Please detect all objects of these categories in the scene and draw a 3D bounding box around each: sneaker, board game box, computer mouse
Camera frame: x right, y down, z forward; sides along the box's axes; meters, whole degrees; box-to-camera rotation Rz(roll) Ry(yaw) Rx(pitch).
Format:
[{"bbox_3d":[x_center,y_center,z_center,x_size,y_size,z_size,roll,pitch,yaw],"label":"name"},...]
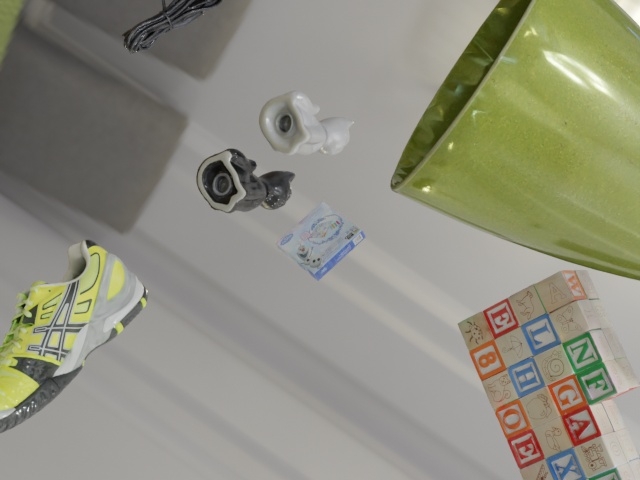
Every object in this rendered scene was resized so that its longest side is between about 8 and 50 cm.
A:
[{"bbox_3d":[-0.435,0.153,1.993,0.145,0.147,0.384,-19,-157,46],"label":"sneaker"},{"bbox_3d":[0.000,0.000,1.754,0.090,0.090,0.020,-42,138,-11],"label":"board game box"},{"bbox_3d":[-0.155,-0.265,1.140,0.106,0.042,0.193,-28,125,-12],"label":"computer mouse"}]

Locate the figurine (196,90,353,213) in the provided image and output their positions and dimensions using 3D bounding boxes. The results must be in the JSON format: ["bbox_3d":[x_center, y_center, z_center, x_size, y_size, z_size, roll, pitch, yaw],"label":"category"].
[{"bbox_3d":[-0.055,-0.126,1.973,0.215,0.092,0.209,-42,162,17],"label":"figurine"}]

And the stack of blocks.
[{"bbox_3d":[0.322,0.207,1.698,0.171,0.297,0.087,-30,163,30],"label":"stack of blocks"}]

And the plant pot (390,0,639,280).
[{"bbox_3d":[0.263,-0.085,1.250,0.274,0.294,0.275,-56,-175,8],"label":"plant pot"}]
